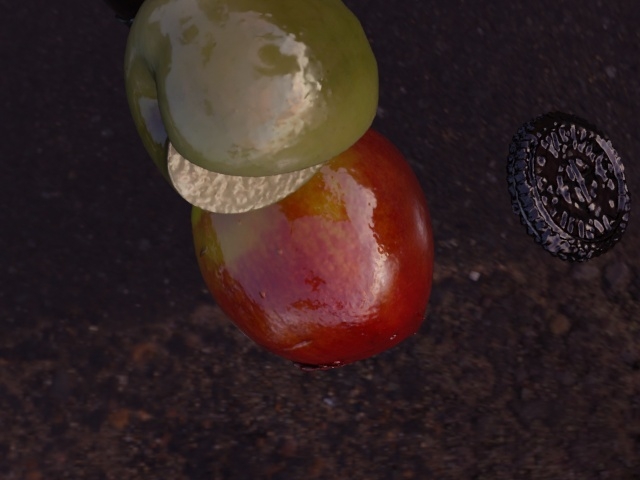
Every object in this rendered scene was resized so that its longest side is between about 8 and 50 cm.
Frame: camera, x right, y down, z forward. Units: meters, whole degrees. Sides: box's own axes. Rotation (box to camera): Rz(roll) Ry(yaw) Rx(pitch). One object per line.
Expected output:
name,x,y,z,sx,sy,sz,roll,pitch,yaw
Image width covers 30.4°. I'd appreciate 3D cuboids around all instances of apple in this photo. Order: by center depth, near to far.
apple,-0.077,-0.173,1.316,0.254,0.292,0.292,-24,67,-22

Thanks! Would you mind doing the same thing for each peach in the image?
peach,0.000,0.000,1.661,0.370,0.370,0.370,-4,79,23

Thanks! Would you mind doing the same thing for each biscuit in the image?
biscuit,0.300,-0.066,1.420,0.053,0.195,0.194,-23,69,54

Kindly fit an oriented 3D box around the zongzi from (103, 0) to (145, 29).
zongzi,-0.232,-0.379,1.838,0.319,0.362,0.383,-35,108,24
